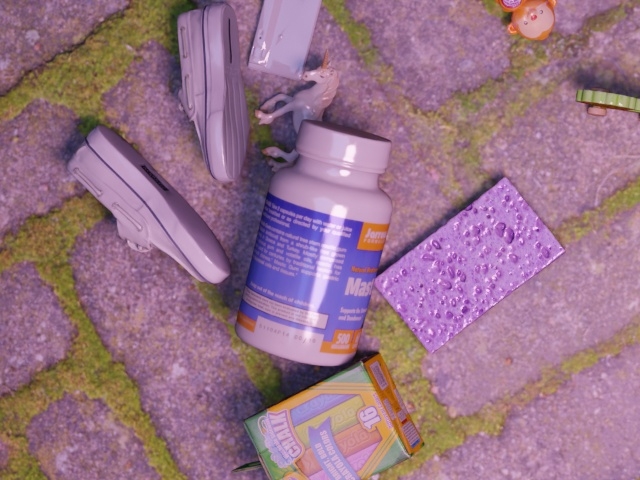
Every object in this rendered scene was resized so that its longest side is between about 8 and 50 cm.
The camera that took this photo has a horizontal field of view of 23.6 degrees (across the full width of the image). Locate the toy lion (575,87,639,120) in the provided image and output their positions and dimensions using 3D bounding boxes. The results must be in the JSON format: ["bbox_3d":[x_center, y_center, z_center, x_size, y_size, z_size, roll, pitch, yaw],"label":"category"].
[{"bbox_3d":[0.349,-0.161,1.790,0.100,0.096,0.034,10,93,10],"label":"toy lion"}]

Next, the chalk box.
[{"bbox_3d":[-0.003,0.243,1.848,0.213,0.132,0.132,-28,85,11],"label":"chalk box"}]

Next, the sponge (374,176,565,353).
[{"bbox_3d":[0.179,0.032,1.859,0.210,0.031,0.117,-38,84,9],"label":"sponge"}]

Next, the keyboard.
[{"bbox_3d":[-0.027,-0.331,1.906,0.072,0.014,0.256,15,94,5],"label":"keyboard"}]

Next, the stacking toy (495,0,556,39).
[{"bbox_3d":[0.181,-0.361,1.810,0.175,0.166,0.302,-35,99,6],"label":"stacking toy"}]

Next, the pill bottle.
[{"bbox_3d":[0.000,0.000,1.823,0.152,0.152,0.272,16,99,10],"label":"pill bottle"}]

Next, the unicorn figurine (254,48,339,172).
[{"bbox_3d":[-0.023,-0.151,1.889,0.111,0.060,0.162,-11,105,11],"label":"unicorn figurine"}]

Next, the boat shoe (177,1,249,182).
[{"bbox_3d":[-0.139,-0.180,1.903,0.076,0.083,0.226,-6,78,23],"label":"boat shoe"}]

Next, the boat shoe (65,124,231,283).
[{"bbox_3d":[-0.216,-0.029,1.913,0.084,0.095,0.258,-46,72,12],"label":"boat shoe"}]
